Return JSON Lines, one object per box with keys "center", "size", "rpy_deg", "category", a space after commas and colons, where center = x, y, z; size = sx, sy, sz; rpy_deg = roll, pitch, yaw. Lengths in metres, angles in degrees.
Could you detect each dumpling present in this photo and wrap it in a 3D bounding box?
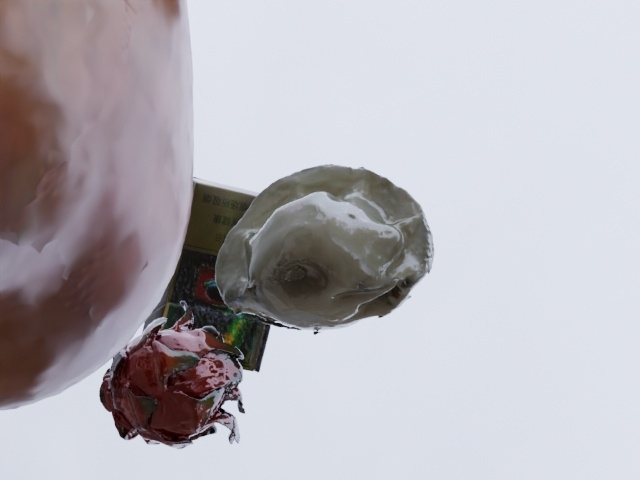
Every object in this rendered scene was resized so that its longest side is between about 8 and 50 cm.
{"center": [0.000, 0.000, 1.695], "size": [0.247, 0.172, 0.142], "rpy_deg": [-4, -27, 24], "category": "dumpling"}

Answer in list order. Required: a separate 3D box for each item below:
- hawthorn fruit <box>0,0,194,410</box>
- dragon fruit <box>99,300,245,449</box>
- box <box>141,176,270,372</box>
{"center": [-0.294, -0.105, 1.024], "size": [0.472, 0.471, 0.472], "rpy_deg": [40, -36, 38], "category": "hawthorn fruit"}
{"center": [-0.137, 0.137, 1.575], "size": [0.121, 0.142, 0.130], "rpy_deg": [38, -35, 39], "category": "dragon fruit"}
{"center": [-0.136, 0.046, 2.243], "size": [0.071, 0.159, 0.240], "rpy_deg": [23, -80, 62], "category": "box"}
